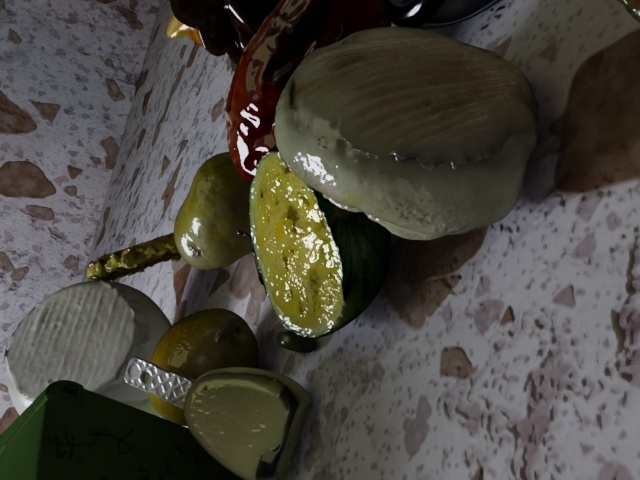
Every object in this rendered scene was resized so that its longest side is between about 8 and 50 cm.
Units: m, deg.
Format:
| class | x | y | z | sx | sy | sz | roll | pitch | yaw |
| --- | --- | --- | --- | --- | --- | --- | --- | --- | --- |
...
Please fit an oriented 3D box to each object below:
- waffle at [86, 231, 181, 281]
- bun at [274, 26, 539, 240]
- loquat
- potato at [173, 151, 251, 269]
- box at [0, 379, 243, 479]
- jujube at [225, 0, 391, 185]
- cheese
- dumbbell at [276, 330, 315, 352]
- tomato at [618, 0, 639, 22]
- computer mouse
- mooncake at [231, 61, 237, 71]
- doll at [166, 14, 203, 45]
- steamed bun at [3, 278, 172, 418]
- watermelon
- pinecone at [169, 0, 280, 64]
| class | x | y | z | sx | sy | sz | roll | pitch | yaw |
| --- | --- | --- | --- | --- | --- | --- | --- | --- | --- |
| waffle | -0.311 | 0.024 | 1.316 | 0.245 | 0.254 | 0.052 | -22 | 89 | 55 |
| bun | 0.075 | -0.095 | 0.642 | 0.239 | 0.239 | 0.141 | -101 | 12 | -48 |
| loquat | -0.159 | 0.171 | 0.968 | 0.195 | 0.152 | 0.152 | -42 | 36 | 33 |
| potato | -0.159 | -0.048 | 1.144 | 0.200 | 0.137 | 0.154 | -57 | 27 | 28 |
| box | -0.235 | 0.323 | 0.832 | 0.178 | 0.328 | 0.253 | -49 | 32 | 13 |
| jujube | -0.013 | -0.189 | 0.883 | 0.290 | 0.197 | 0.197 | -66 | 25 | 23 |
| cheese | -0.137 | 0.196 | 0.854 | 0.251 | 0.054 | 0.127 | 17 | 86 | 24 |
| dumbbell | -0.019 | 0.081 | 0.878 | 0.052 | 0.046 | 0.118 | -11 | 62 | 67 |
| tomato | 0.241 | -0.247 | 0.339 | 0.325 | 0.293 | 0.290 | -88 | 18 | -52 |
| computer mouse | 0.166 | -0.311 | 0.746 | 0.233 | 0.096 | 0.137 | -36 | 46 | 44 |
| mooncake | -0.090 | -0.358 | 1.283 | 0.168 | 0.104 | 0.175 | -28 | 50 | 47 |
| doll | -0.179 | -0.480 | 1.406 | 0.166 | 0.269 | 0.162 | 6 | 118 | 28 |
| steamed bun | -0.377 | 0.236 | 1.242 | 0.309 | 0.309 | 0.309 | -44 | 36 | 43 |
| watermelon | 0.003 | -0.002 | 0.783 | 0.204 | 0.127 | 0.232 | 61 | 151 | 22 |
| pinecone | -0.068 | -0.447 | 1.008 | 0.398 | 0.397 | 0.398 | -44 | 36 | 43 |
